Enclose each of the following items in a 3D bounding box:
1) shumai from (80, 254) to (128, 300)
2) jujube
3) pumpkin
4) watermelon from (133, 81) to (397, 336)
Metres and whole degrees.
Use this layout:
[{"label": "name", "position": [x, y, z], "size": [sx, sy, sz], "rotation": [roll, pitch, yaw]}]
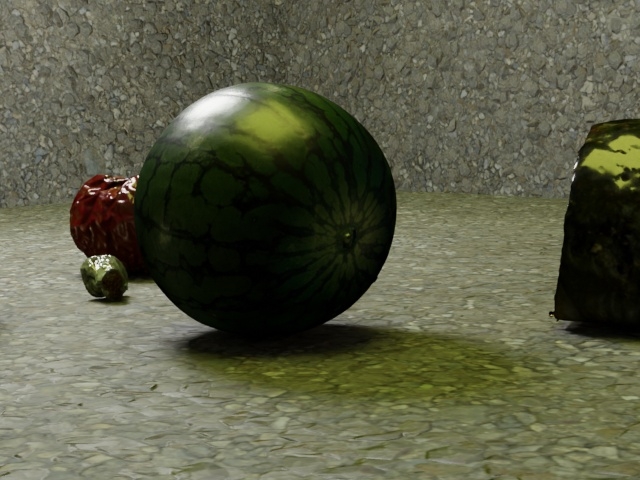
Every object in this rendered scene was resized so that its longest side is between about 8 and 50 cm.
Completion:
[{"label": "shumai", "position": [-0.336, 0.055, 1.876], "size": [0.080, 0.083, 0.082], "rotation": [-24, 25, 51]}, {"label": "jujube", "position": [-0.338, -0.030, 2.170], "size": [0.232, 0.213, 0.213], "rotation": [-3, 4, 31]}, {"label": "pumpkin", "position": [0.436, -0.017, 1.561], "size": [0.225, 0.303, 0.256], "rotation": [7, -19, 14]}, {"label": "watermelon", "position": [-0.073, -0.037, 1.537], "size": [0.363, 0.363, 0.363], "rotation": [-1, 6, 0]}]
